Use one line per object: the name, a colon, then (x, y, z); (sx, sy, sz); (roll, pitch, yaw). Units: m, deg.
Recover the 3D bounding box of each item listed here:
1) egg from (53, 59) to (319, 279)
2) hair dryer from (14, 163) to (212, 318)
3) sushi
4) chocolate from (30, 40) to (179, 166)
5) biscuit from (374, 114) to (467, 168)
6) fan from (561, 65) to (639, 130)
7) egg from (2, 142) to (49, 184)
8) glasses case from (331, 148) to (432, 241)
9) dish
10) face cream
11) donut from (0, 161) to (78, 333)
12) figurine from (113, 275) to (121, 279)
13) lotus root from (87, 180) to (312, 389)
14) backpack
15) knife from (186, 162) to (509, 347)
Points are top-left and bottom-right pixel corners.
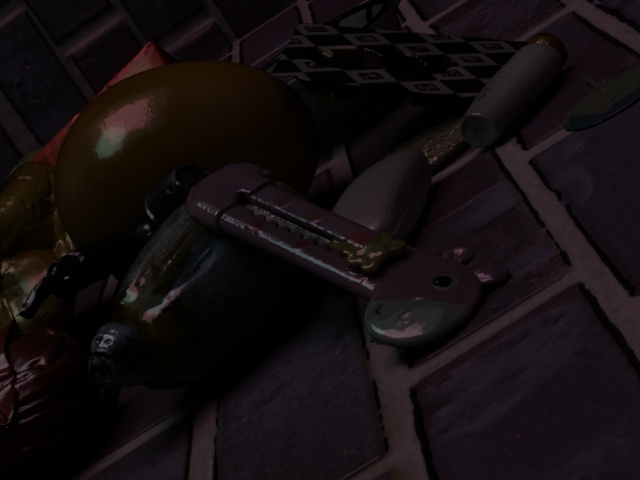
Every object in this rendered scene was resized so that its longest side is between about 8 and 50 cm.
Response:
egg: (-0.151, -0.082, 1.954); (0.322, 0.250, 0.250); (-23, 8, -23)
hair dryer: (-0.226, 0.043, 1.740); (0.271, 0.091, 0.235); (-17, -39, -48)
sushi: (0.098, -0.192, 2.003); (0.290, 0.050, 0.264); (6, 22, 5)
chocolate: (-0.231, -0.119, 2.277); (0.235, 0.108, 0.237); (-44, -31, 3)
biscuit: (0.110, -0.094, 1.879); (0.152, 0.020, 0.152); (-30, 14, 8)
fan: (0.286, -0.149, 1.693); (0.113, 0.005, 0.175); (-33, 15, 5)
egg: (-0.416, -0.049, 2.613); (0.228, 0.177, 0.177); (-44, 12, 11)
glasses case: (0.057, -0.030, 1.694); (0.092, 0.059, 0.233); (-26, 15, 22)
dish: (0.013, -0.211, 2.293); (0.303, 0.120, 0.303); (-32, 14, 9)
face cream: (0.209, -0.163, 1.820); (0.072, 0.051, 0.182); (-22, 19, 45)
donut: (-0.393, 0.067, 2.081); (0.360, 0.170, 0.360); (-52, 11, 14)
figurine: (-0.182, -0.048, 2.179); (0.164, 0.121, 0.262); (-18, 21, 44)
lotus root: (-0.113, 0.060, 1.628); (0.158, 0.140, 0.322); (6, 38, 31)
backpack: (-0.311, 0.173, 1.669); (0.229, 0.139, 0.229); (-31, 9, 5)
knife: (0.000, -0.001, 1.496); (0.132, 0.038, 0.398); (-32, 33, -26)
